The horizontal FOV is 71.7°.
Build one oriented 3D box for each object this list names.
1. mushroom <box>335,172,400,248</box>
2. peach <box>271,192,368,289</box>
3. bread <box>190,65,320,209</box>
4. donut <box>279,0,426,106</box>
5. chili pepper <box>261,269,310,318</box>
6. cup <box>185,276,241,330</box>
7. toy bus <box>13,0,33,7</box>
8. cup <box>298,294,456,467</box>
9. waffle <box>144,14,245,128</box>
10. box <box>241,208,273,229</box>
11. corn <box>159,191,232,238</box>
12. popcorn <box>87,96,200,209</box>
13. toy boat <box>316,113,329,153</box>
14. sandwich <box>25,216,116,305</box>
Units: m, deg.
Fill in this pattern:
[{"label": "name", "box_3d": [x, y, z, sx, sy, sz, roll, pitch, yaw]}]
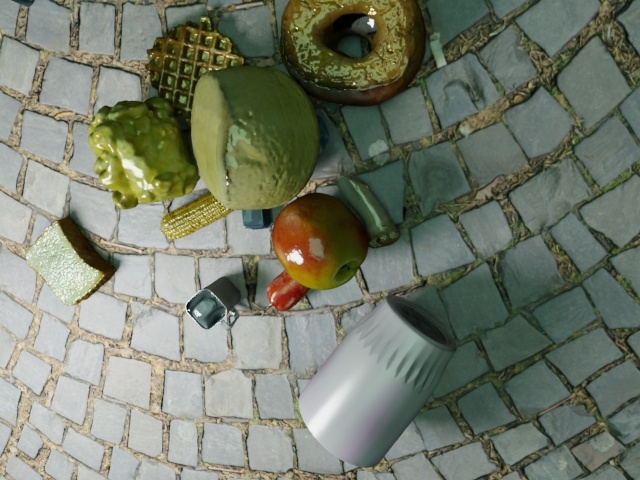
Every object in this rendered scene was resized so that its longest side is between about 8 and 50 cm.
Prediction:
[{"label": "mushroom", "box_3d": [0.113, -0.075, 1.088, 0.084, 0.071, 0.209, -30, 94, 45]}, {"label": "peach", "box_3d": [0.000, 0.000, 1.040, 0.231, 0.231, 0.230, 2, 103, 10]}, {"label": "bread", "box_3d": [-0.152, -0.225, 0.999, 0.321, 0.238, 0.319, 12, 105, 53]}, {"label": "donut", "box_3d": [0.070, -0.438, 0.970, 0.318, 0.150, 0.299, -29, 99, 15]}, {"label": "chili pepper", "box_3d": [-0.097, 0.141, 1.164, 0.086, 0.084, 0.192, 46, 102, 15]}, {"label": "cup", "box_3d": [-0.270, 0.175, 1.176, 0.095, 0.129, 0.128, -42, 93, 17]}, {"label": "toy bus", "box_3d": [-0.786, -0.736, 1.063, 0.165, 0.133, 0.271, -35, 97, 10]}, {"label": "cup", "box_3d": [0.136, 0.335, 1.079, 0.254, 0.253, 0.371, 34, 104, 1]}, {"label": "waffle", "box_3d": [-0.304, -0.416, 1.094, 0.238, 0.058, 0.243, -33, 98, 12]}, {"label": "box", "box_3d": [-0.168, -0.074, 1.141, 0.074, 0.054, 0.099, -4, 101, 9]}, {"label": "corn", "box_3d": [-0.315, -0.070, 1.156, 0.238, 0.080, 0.080, -23, 98, 11]}, {"label": "popcorn", "box_3d": [-0.436, -0.210, 1.072, 0.242, 0.235, 0.249, -18, 110, -10]}, {"label": "toy boat", "box_3d": [-0.049, -0.269, 1.096, 0.150, 0.034, 0.105, 9, 107, 21]}, {"label": "sandwich", "box_3d": [-0.716, 0.064, 1.264, 0.186, 0.065, 0.214, -37, 94, 16]}]
